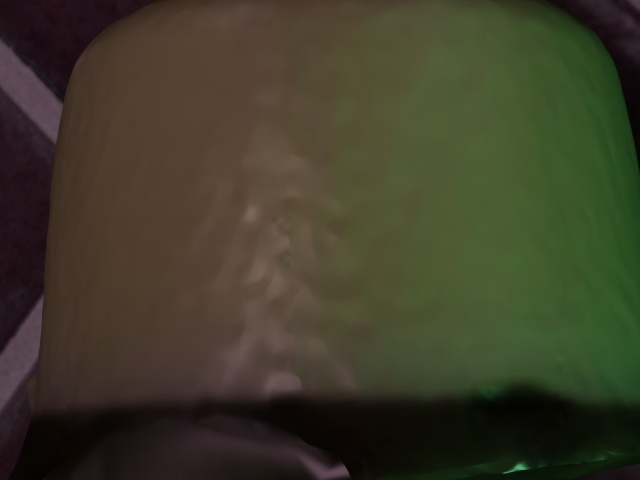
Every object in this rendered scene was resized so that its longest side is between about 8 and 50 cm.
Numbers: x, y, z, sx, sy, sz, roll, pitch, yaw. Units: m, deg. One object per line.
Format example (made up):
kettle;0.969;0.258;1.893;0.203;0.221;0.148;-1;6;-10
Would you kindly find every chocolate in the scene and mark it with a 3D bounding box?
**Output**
chocolate;0.000;0.000;0.750;0.326;0.314;0.297;-17;74;25
